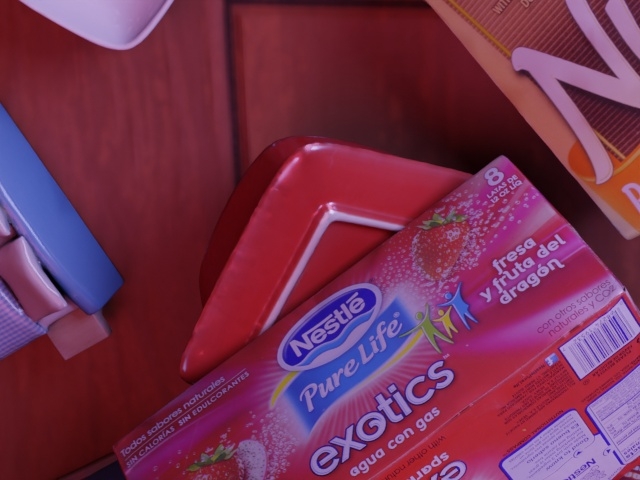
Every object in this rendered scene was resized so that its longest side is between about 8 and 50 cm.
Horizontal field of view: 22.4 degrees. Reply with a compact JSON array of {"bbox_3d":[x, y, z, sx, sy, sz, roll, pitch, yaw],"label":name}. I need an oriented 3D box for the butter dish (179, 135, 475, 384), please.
[{"bbox_3d":[0.000,0.000,0.887,0.160,0.118,0.160,10,120,-35],"label":"butter dish"}]

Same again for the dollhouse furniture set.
[{"bbox_3d":[-0.264,0.111,0.944,0.286,0.198,0.303,-28,101,21],"label":"dollhouse furniture set"}]

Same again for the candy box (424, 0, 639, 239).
[{"bbox_3d":[0.205,-0.146,0.726,0.183,0.087,0.316,49,139,-7],"label":"candy box"}]

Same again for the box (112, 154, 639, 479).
[{"bbox_3d":[0.043,0.098,0.820,0.257,0.122,0.128,-37,135,2],"label":"box"}]

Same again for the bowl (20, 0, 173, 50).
[{"bbox_3d":[-0.121,-0.191,0.872,0.142,0.053,0.142,34,115,1],"label":"bowl"}]

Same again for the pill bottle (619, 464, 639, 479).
[{"bbox_3d":[0.153,0.191,0.857,0.121,0.221,0.121,5,112,12],"label":"pill bottle"}]
